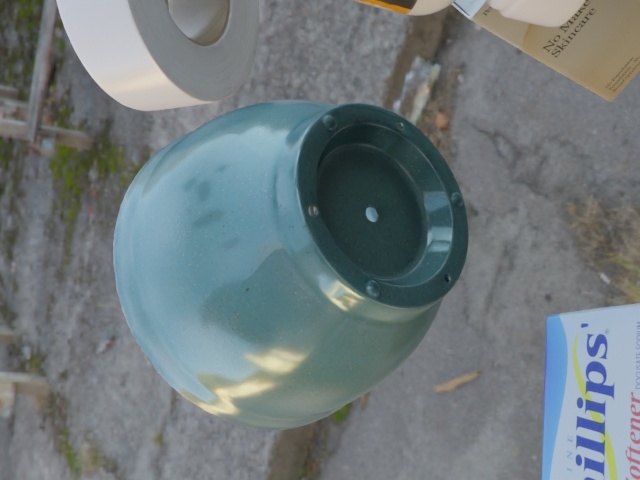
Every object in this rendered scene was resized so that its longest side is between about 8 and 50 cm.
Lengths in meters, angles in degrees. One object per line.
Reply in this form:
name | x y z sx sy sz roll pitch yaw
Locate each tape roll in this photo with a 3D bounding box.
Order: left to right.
tape roll | -0.187 -0.301 1.069 0.100 0.286 0.286 -2 80 28

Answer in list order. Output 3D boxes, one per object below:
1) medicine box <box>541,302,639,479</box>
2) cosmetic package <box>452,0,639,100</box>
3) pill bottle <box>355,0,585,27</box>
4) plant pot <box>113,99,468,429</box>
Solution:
medicine box | 0.359 0.197 0.855 0.289 0.149 0.263 -20 62 62
cosmetic package | 0.289 -0.297 1.057 0.160 0.309 0.113 -53 48 24
pill bottle | 0.016 -0.214 0.481 0.162 0.278 0.162 -166 90 -85
plant pot | 0.000 0.000 0.762 0.196 0.293 0.293 -28 59 49
